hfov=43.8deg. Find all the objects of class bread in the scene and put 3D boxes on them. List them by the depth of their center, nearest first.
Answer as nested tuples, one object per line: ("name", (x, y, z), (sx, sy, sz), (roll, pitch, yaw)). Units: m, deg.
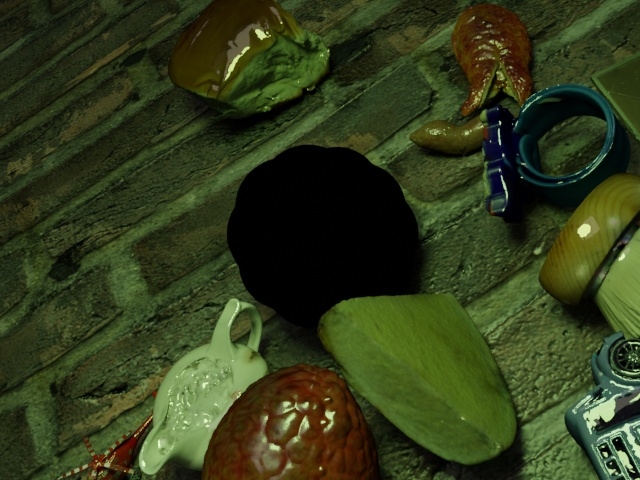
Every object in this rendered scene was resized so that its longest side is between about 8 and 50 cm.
("bread", (0.310, -0.336, 1.437), (0.139, 0.095, 0.269), (-12, 46, 17))
("bread", (-0.156, -0.370, 1.625), (0.279, 0.225, 0.250), (-46, 47, -4))

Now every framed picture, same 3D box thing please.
("framed picture", (0.570, -0.228, 1.272), (0.184, 0.016, 0.250), (-26, 47, 9))

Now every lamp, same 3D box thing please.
("lamp", (0.000, 0.000, 1.253), (0.305, 0.240, 0.306), (8, 62, -16))

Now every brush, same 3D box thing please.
("brush", (0.430, 0.009, 1.083), (0.166, 0.174, 0.266), (33, 51, 22))

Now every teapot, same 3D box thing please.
("teapot", (-0.165, 0.238, 1.228), (0.204, 0.139, 0.298), (5, 59, 34))

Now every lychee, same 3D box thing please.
("lychee", (-0.037, 0.309, 1.053), (0.255, 0.300, 0.255), (5, 32, -3))

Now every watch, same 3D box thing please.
("watch", (0.356, -0.131, 1.204), (0.200, 0.171, 0.196), (-13, 75, 29))

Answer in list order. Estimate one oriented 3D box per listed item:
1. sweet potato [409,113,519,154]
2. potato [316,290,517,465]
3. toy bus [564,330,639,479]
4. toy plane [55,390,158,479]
("sweet potato", (0.263, -0.184, 1.374), (0.218, 0.065, 0.051), (-7, 20, 12))
("potato", (0.140, 0.200, 1.061), (0.255, 0.269, 0.112), (55, 127, 29))
("toy bus", (0.381, 0.257, 0.930), (0.133, 0.125, 0.292), (-25, 49, 9))
("toy plane", (-0.320, 0.334, 1.285), (0.126, 0.077, 0.194), (1, 49, 25))
